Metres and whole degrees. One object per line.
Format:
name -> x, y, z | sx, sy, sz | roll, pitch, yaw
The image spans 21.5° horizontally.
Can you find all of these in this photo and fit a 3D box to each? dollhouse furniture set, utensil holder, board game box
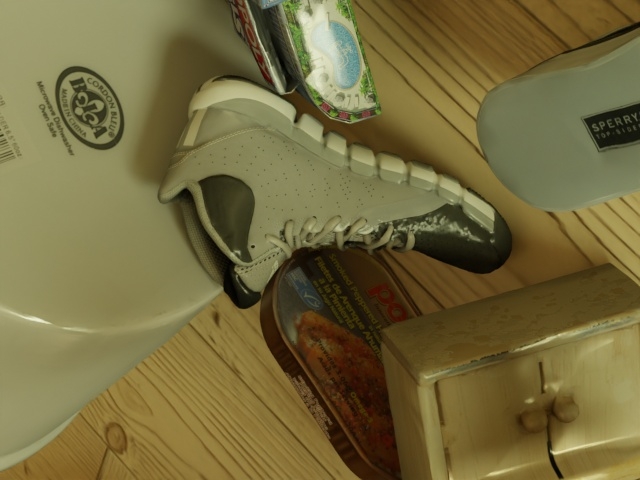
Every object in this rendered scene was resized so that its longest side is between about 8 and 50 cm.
dollhouse furniture set -> 0.181, 0.216, 0.900 | 0.394, 0.362, 0.256 | -130, 27, -63
utensil holder -> -0.241, -0.021, 1.229 | 0.327, 0.327, 0.385 | 58, 145, 2
board game box -> -0.028, -0.167, 1.030 | 0.194, 0.060, 0.194 | -131, 21, -64

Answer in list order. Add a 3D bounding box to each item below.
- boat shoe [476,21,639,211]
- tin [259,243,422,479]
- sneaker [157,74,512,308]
boat shoe -> 0.211, -0.078, 0.855 | 0.113, 0.105, 0.306 | 60, 150, -8
tin -> 0.033, 0.088, 1.177 | 0.189, 0.106, 0.040 | 57, 151, 5
sneaker -> 0.000, 0.000, 1.073 | 0.229, 0.132, 0.086 | 26, 156, 0
